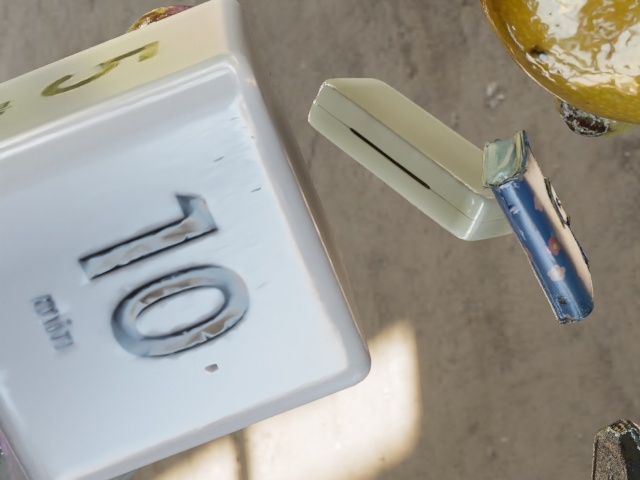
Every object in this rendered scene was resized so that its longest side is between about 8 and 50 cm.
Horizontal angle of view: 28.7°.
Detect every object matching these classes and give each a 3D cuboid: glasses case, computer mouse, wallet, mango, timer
[{"bbox_3d":[0.131,-0.114,1.672,0.313,0.131,0.070,39,120,30],"label":"glasses case"},{"bbox_3d":[0.330,0.265,1.327,0.105,0.062,0.192,-108,13,-52],"label":"computer mouse"},{"bbox_3d":[0.252,-0.020,1.444,0.202,0.059,0.141,58,-161,-21],"label":"wallet"},{"bbox_3d":[0.250,-0.163,0.844,0.120,0.295,0.177,-79,-9,-60],"label":"mango"},{"bbox_3d":[-0.099,-0.004,0.709,0.194,0.195,0.192,-102,-10,-68],"label":"timer"}]

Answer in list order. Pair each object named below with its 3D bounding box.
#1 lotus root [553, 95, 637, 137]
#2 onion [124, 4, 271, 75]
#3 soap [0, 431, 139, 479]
[{"bbox_3d":[0.411,-0.258,1.665,0.154,0.154,0.278,3,61,61],"label":"lotus root"},{"bbox_3d":[-0.154,-0.153,1.334,0.195,0.159,0.159,-53,45,28],"label":"onion"},{"bbox_3d":[-0.224,0.174,1.095,0.302,0.159,0.257,3,128,59],"label":"soap"}]
